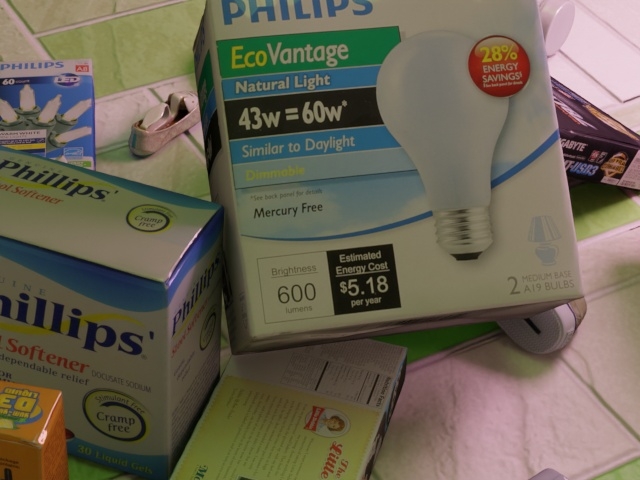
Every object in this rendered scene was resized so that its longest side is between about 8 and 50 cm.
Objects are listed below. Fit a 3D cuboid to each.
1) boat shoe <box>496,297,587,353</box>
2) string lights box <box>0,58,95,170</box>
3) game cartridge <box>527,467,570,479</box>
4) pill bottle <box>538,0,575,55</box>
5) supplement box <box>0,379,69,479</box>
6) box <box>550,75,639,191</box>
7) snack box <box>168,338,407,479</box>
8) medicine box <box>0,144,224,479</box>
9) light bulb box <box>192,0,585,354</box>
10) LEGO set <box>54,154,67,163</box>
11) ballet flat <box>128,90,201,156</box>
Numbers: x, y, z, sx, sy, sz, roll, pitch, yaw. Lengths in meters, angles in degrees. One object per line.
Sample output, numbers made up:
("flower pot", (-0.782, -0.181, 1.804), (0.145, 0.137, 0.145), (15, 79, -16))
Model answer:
("boat shoe", (0.200, 0.004, 1.780), (0.302, 0.109, 0.094), (53, 35, 6))
("string lights box", (-0.364, -0.136, 1.955), (0.133, 0.077, 0.260), (-3, 41, -7))
("game cartridge", (0.254, 0.362, 1.448), (0.196, 0.060, 0.294), (-29, 50, -27))
("pill bottle", (0.273, -0.358, 2.241), (0.208, 0.118, 0.117), (27, 45, 25))
("supplement box", (-0.281, 0.241, 1.399), (0.078, 0.233, 0.080), (10, 41, 6))
("box", (0.269, -0.179, 1.965), (0.293, 0.073, 0.295), (9, 26, -50))
("snack box", (-0.036, 0.217, 1.583), (0.187, 0.060, 0.322), (13, 41, 12))
("medicine box", (-0.249, 0.077, 1.550), (0.263, 0.289, 0.149), (15, 41, 12))
("light bulb box", (0.061, -0.082, 1.592), (0.357, 0.225, 0.361), (-7, 82, -11))
("LEGO set", (-0.373, 0.003, 1.784), (0.227, 0.093, 0.087), (-41, 16, -9))
("ballet flat", (-0.202, -0.172, 2.031), (0.057, 0.052, 0.168), (21, 43, 19))
